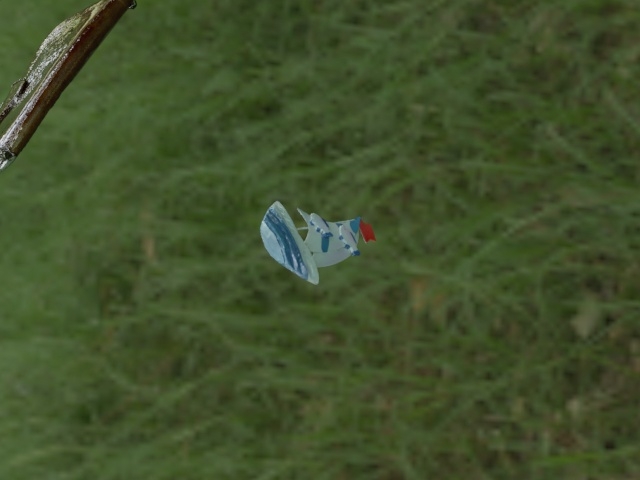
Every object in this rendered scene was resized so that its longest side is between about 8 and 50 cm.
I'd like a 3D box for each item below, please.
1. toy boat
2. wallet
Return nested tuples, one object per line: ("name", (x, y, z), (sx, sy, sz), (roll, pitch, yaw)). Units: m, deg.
("toy boat", (-0.002, 0.008, 2.017), (0.034, 0.149, 0.105), (-45, 41, 42))
("wallet", (-0.280, -0.144, 1.734), (0.137, 0.031, 0.255), (-24, 29, 43))
